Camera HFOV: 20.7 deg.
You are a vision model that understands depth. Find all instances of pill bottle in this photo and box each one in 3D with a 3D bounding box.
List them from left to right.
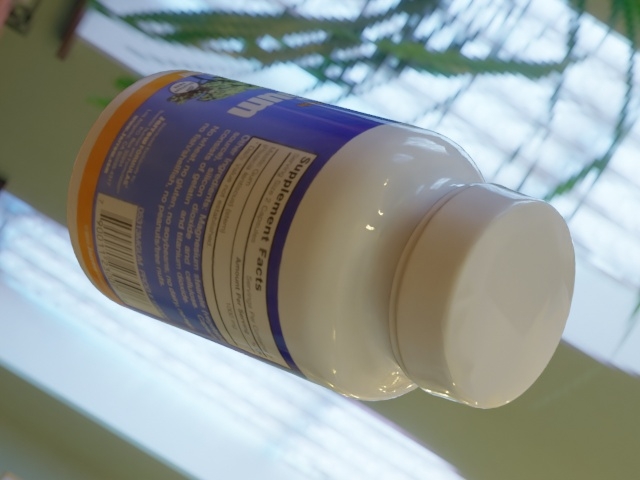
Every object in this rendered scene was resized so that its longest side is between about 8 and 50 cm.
[{"bbox_3d":[0.000,0.000,0.972,0.272,0.152,0.152,17,-110,39],"label":"pill bottle"}]
